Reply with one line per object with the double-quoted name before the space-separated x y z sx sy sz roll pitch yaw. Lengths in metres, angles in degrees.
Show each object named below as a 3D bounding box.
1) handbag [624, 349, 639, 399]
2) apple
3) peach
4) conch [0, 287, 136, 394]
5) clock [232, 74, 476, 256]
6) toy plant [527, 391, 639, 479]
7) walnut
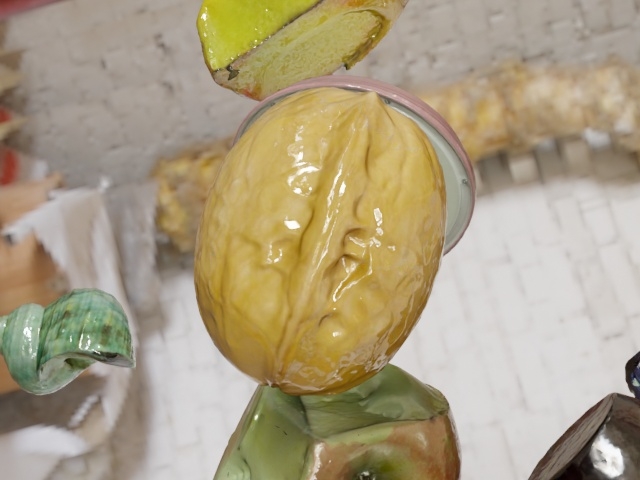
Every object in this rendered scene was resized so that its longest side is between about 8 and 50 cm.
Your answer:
"handbag" 0.452 0.129 1.603 0.162 0.260 0.113 53 28 15
"apple" 0.015 0.187 1.215 0.188 0.207 0.173 -132 -160 -64
"peach" -0.014 -0.281 1.803 0.154 0.267 0.159 60 12 28
"conch" -0.325 0.127 1.945 0.176 0.188 0.121 -44 115 -76
"clock" 0.031 -0.058 1.481 0.056 0.244 0.244 -73 153 -44
"toy plant" 0.307 0.244 1.319 0.235 0.218 0.175 40 31 -2
"walnut" 0.000 0.000 0.996 0.159 0.159 0.206 -74 -176 -81
